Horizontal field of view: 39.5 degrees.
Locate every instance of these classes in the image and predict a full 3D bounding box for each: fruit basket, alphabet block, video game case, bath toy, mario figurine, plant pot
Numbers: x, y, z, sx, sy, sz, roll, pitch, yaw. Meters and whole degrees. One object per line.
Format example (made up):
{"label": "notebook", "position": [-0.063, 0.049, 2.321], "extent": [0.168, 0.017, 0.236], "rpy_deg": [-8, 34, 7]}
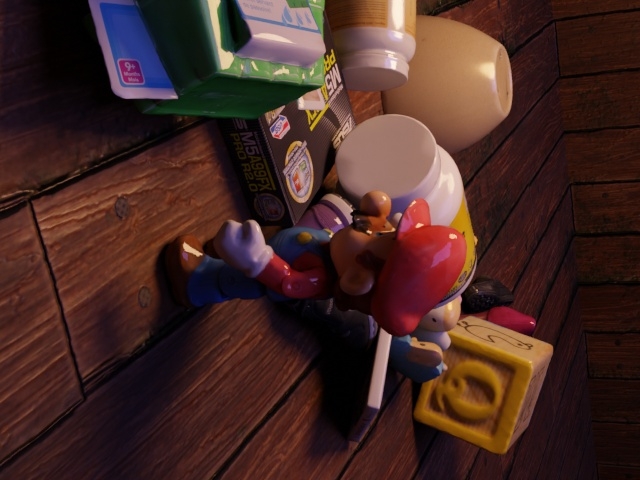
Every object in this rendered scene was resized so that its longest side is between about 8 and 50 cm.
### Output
{"label": "fruit basket", "position": [-0.123, -0.306, 0.909], "extent": [0.327, 0.166, 0.352], "rpy_deg": [-7, 85, -56]}
{"label": "alphabet block", "position": [0.315, 0.272, 1.713], "extent": [0.197, 0.193, 0.193], "rpy_deg": [-8, 114, -66]}
{"label": "video game case", "position": [0.081, 0.189, 1.366], "extent": [0.183, 0.023, 0.201], "rpy_deg": [105, -2, -62]}
{"label": "bath toy", "position": [0.203, 0.082, 1.628], "extent": [0.129, 0.151, 0.348], "rpy_deg": [34, 49, -17]}
{"label": "mario figurine", "position": [0.000, 0.000, 0.962], "extent": [0.198, 0.321, 0.170], "rpy_deg": [-63, 143, -46]}
{"label": "plant pot", "position": [0.252, -0.291, 1.671], "extent": [0.284, 0.191, 0.284], "rpy_deg": [-3, 90, -65]}

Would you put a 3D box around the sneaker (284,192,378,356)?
{"label": "sneaker", "position": [-0.005, 0.072, 1.246], "extent": [0.124, 0.107, 0.283], "rpy_deg": [-34, 134, -25]}

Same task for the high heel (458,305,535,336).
{"label": "high heel", "position": [0.433, 0.224, 2.022], "extent": [0.377, 0.181, 0.127], "rpy_deg": [19, 71, -63]}

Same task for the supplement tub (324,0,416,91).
{"label": "supplement tub", "position": [0.073, -0.339, 1.348], "extent": [0.144, 0.144, 0.199], "rpy_deg": [17, 73, -63]}

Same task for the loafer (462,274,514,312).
{"label": "loafer", "position": [0.377, 0.120, 2.057], "extent": [0.223, 0.076, 0.078], "rpy_deg": [10, 43, -58]}

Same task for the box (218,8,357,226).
{"label": "box", "position": [-0.041, -0.180, 1.194], "extent": [0.270, 0.060, 0.216], "rpy_deg": [-59, 139, -49]}

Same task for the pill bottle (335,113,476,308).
{"label": "pill bottle", "position": [0.128, -0.037, 1.341], "extent": [0.334, 0.188, 0.187], "rpy_deg": [61, 35, -58]}
